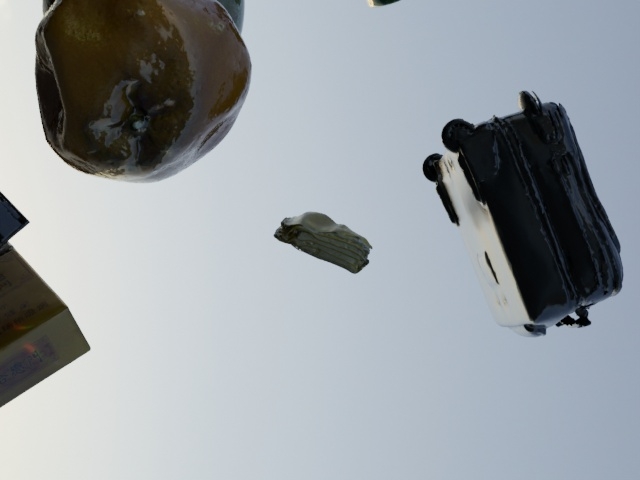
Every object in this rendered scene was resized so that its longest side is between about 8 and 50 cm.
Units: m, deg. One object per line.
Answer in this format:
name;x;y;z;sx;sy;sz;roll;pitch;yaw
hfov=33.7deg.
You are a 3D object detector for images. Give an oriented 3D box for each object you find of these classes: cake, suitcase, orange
cake;0.002;-0.004;2.035;0.185;0.116;0.079;40;-67;21
suitcase;0.296;-0.023;1.561;0.345;0.188;0.339;104;-33;-84
orange;-0.189;-0.165;1.141;0.249;0.249;0.183;109;-24;-43

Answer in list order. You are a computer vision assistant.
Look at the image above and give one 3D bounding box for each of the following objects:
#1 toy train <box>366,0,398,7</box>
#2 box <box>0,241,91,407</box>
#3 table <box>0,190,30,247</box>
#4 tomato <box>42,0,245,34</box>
toy train;0.119;-0.568;1.625;0.369;0.237;0.150;66;-15;-15
box;-0.635;0.150;1.979;0.415;0.264;0.115;34;-28;50
table;-0.693;-0.102;1.795;0.250;0.196;0.282;40;-13;34
tomato;-0.227;-0.304;1.407;0.222;0.270;0.270;-130;-140;-55
